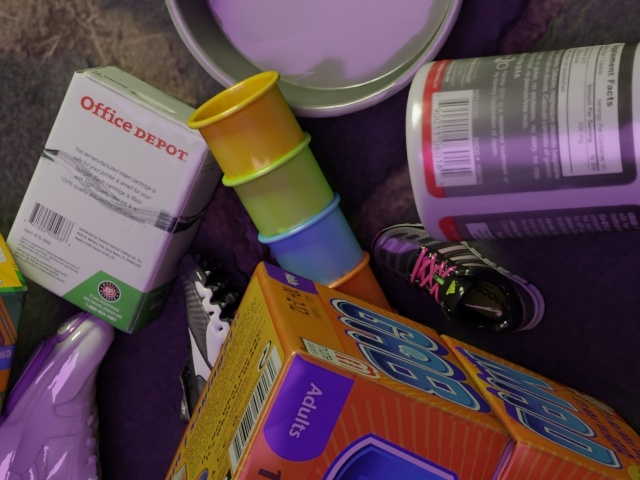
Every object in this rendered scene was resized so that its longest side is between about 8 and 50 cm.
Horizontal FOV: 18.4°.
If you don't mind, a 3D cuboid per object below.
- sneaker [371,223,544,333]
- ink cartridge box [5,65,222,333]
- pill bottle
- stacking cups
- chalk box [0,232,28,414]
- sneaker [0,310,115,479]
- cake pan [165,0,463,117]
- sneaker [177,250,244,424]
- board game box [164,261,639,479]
[{"bbox_3d":[0.120,0.036,1.796,0.170,0.075,0.063,28,106,11],"label":"sneaker"},{"bbox_3d":[-0.190,-0.042,1.872,0.153,0.087,0.208,29,107,11],"label":"ink cartridge box"},{"bbox_3d":[0.228,-0.086,1.697,0.283,0.161,0.161,-4,98,17],"label":"pill bottle"},{"bbox_3d":[0.000,0.000,1.801,0.096,0.096,0.316,-26,107,19],"label":"stacking cups"},{"bbox_3d":[-0.372,0.094,1.867,0.132,0.132,0.213,55,139,46],"label":"chalk box"},{"bbox_3d":[-0.254,0.207,1.941,0.152,0.114,0.305,25,106,-8],"label":"sneaker"},{"bbox_3d":[-0.003,-0.260,1.795,0.293,0.054,0.293,3,100,16],"label":"cake pan"},{"bbox_3d":[-0.099,0.128,1.878,0.106,0.078,0.234,-24,94,17],"label":"sneaker"},{"bbox_3d":[0.054,0.273,1.634,0.356,0.356,0.356,22,97,-9],"label":"board game box"}]
